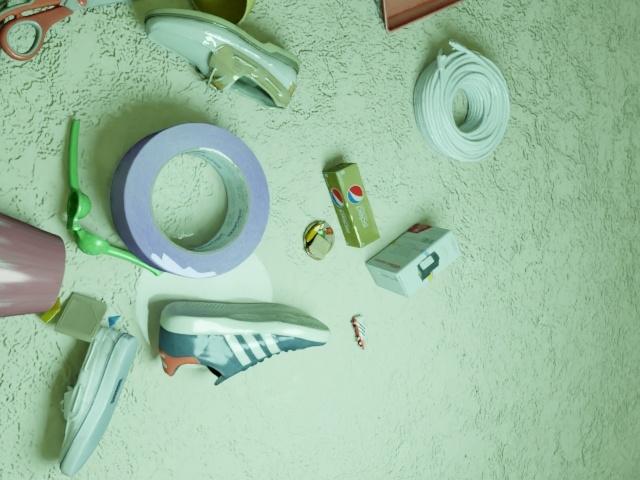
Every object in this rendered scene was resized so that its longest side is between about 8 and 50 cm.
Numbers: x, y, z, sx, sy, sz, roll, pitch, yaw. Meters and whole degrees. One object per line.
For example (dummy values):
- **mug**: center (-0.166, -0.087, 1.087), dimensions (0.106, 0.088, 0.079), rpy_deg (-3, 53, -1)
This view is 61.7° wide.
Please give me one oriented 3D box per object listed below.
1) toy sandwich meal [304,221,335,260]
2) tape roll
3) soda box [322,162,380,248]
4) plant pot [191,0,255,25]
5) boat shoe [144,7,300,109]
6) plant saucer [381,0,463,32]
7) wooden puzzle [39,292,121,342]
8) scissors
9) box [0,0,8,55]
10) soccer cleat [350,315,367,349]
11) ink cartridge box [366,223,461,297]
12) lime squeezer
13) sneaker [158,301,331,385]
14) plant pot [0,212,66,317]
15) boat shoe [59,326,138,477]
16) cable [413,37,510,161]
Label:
- **toy sandwich meal**: center (0.000, 0.000, 1.167), dimensions (0.085, 0.029, 0.086), rpy_deg (-4, 98, -28)
- **tape roll**: center (-0.231, -0.071, 0.977), dimensions (0.274, 0.090, 0.275), rpy_deg (-3, 95, -36)
- **soda box**: center (0.069, -0.076, 1.177), dimensions (0.058, 0.061, 0.182), rpy_deg (-28, 109, -24)
- **plant pot**: center (-0.163, -0.471, 0.974), dimensions (0.134, 0.134, 0.095), rpy_deg (57, 46, -22)
- **boat shoe**: center (-0.174, -0.327, 0.983), dimensions (0.302, 0.113, 0.104), rpy_deg (11, 86, -30)
- **plant saucer**: center (0.214, -0.620, 1.156), dimensions (0.259, 0.047, 0.259), rpy_deg (-30, 131, -21)
- **wooden puzzle**: center (-0.421, 0.136, 0.944), dimensions (0.116, 0.014, 0.079), rpy_deg (27, 65, -4)
- **scissors**: center (-0.397, -0.385, 0.843), dimensions (0.297, 0.021, 0.109), rpy_deg (-49, 133, -34)
- **box**: center (-0.534, -0.315, 0.797), dimensions (0.113, 0.094, 0.276), rpy_deg (7, 94, -30)
- **soccer cleat**: center (0.097, 0.215, 1.250), dimensions (0.035, 0.029, 0.083), rpy_deg (-21, 101, -21)
- **ink cartridge box**: center (0.212, 0.043, 1.234), dimensions (0.175, 0.127, 0.072), rpy_deg (-36, 114, -19)
- **lime squeezer**: center (-0.390, -0.047, 0.934), dimensions (0.109, 0.058, 0.311), rpy_deg (-32, 109, -21)
- **sneaker**: center (-0.149, 0.211, 1.069), dimensions (0.349, 0.131, 0.148), rpy_deg (8, 100, -24)
- **plant pot**: center (-0.504, 0.039, 0.816), dimensions (0.180, 0.201, 0.202), rpy_deg (15, 89, -45)
- **boat shoe**: center (-0.413, 0.281, 0.955), dimensions (0.084, 0.095, 0.258), rpy_deg (21, 78, 2)
- **cable**: center (0.338, -0.319, 1.279), dimensions (0.256, 0.089, 0.257), rpy_deg (10, 92, -30)
